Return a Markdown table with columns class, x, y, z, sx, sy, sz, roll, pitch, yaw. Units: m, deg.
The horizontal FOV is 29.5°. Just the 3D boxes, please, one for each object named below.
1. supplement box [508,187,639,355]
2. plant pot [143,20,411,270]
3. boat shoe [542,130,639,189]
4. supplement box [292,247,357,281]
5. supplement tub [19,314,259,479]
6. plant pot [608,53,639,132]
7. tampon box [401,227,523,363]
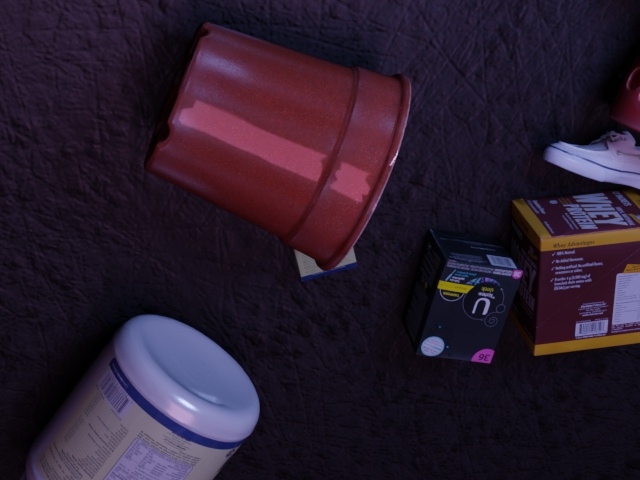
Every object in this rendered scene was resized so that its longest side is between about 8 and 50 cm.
| class | x | y | z | sx | sy | sz | roll | pitch | yaw |
| --- | --- | --- | --- | --- | --- | --- | --- | --- | --- |
| supplement box | 0.384 | 0.043 | 1.771 | 0.191 | 0.129 | 0.194 | -6 | 118 | -8 |
| plant pot | -0.065 | -0.133 | 1.527 | 0.265 | 0.272 | 0.272 | 21 | 111 | -13 |
| boat shoe | 0.418 | -0.122 | 1.732 | 0.226 | 0.083 | 0.075 | 11 | 103 | -29 |
| supplement box | 0.000 | 0.000 | 1.711 | 0.083 | 0.056 | 0.083 | -16 | 119 | -3 |
| supplement tub | -0.264 | 0.291 | 1.704 | 0.235 | 0.235 | 0.325 | 31 | 107 | -24 |
| plant pot | 0.508 | -0.212 | 1.638 | 0.191 | 0.191 | 0.174 | 14 | 105 | -18 |
| tampon box | 0.203 | 0.082 | 1.769 | 0.121 | 0.101 | 0.161 | 8 | 115 | -15 |
